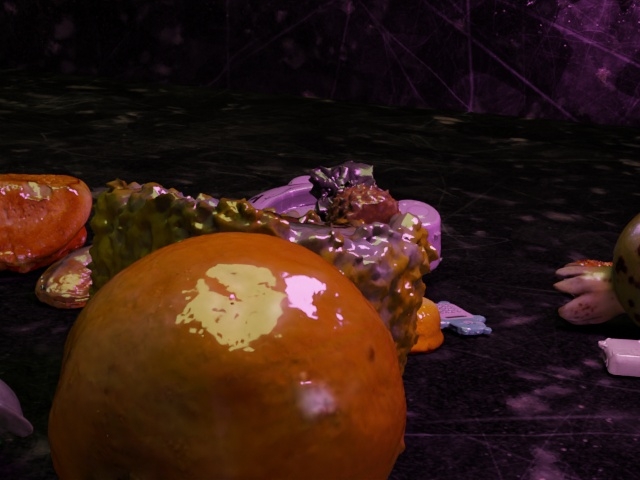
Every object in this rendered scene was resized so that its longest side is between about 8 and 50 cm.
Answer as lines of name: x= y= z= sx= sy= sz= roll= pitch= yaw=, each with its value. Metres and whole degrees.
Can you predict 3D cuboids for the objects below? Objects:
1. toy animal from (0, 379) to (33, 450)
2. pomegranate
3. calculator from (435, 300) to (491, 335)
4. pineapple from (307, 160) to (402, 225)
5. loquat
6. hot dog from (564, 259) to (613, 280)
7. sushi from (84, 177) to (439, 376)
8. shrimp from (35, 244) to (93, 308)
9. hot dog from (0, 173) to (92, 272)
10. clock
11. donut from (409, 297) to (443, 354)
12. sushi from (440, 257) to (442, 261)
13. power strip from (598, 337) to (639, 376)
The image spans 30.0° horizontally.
toy animal: x=-0.410 y=0.172 z=1.319 sx=0.108 sy=0.138 sz=0.236 roll=-40 pitch=38 yaw=-17
pomegranate: x=0.498 y=0.048 z=1.760 sx=0.305 sy=0.242 sz=0.242 roll=-3 pitch=15 yaw=8
calculator: x=0.201 y=0.118 z=1.819 sx=0.094 sy=0.019 sz=0.141 roll=-2 pitch=16 yaw=-28
pineapple: x=0.047 y=-0.054 z=1.802 sx=0.119 sy=0.111 sz=0.237 roll=20 pitch=15 yaw=-23
loquat: x=-0.083 y=0.152 z=1.099 sx=0.328 sy=0.329 sz=0.328 roll=3 pitch=16 yaw=-1
hot dog: x=0.494 y=0.065 z=2.004 sx=0.191 sy=0.059 sz=0.108 roll=-3 pitch=21 yaw=-28
sushi: x=-0.069 y=0.062 z=1.458 sx=0.351 sy=0.240 sz=0.396 roll=6 pitch=3 yaw=-41
shrimp: x=-0.338 y=0.046 z=1.886 sx=0.117 sy=0.066 sz=0.262 roll=27 pitch=39 yaw=23
hot dog: x=-0.501 y=-0.027 z=1.940 sx=0.256 sy=0.153 sz=0.150 roll=1 pitch=12 yaw=-16
clock: x=0.000 y=0.000 z=1.924 sx=0.295 sy=0.113 sz=0.322 roll=-26 pitch=37 yaw=-35
donut: x=0.105 y=0.117 z=1.737 sx=0.151 sy=0.058 sz=0.152 roll=1 pitch=16 yaw=0
sushi: x=0.054 y=0.028 z=2.028 sx=0.192 sy=0.043 sz=0.279 roll=-26 pitch=37 yaw=-36
power strip: x=0.487 y=0.168 z=1.674 sx=0.192 sy=0.035 sz=0.081 roll=4 pitch=16 yaw=3
